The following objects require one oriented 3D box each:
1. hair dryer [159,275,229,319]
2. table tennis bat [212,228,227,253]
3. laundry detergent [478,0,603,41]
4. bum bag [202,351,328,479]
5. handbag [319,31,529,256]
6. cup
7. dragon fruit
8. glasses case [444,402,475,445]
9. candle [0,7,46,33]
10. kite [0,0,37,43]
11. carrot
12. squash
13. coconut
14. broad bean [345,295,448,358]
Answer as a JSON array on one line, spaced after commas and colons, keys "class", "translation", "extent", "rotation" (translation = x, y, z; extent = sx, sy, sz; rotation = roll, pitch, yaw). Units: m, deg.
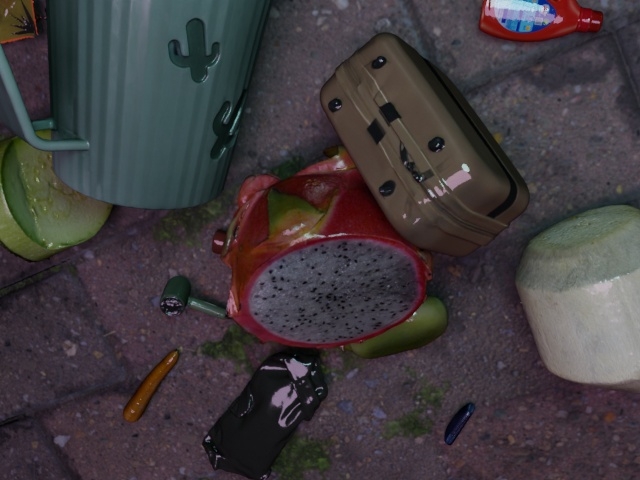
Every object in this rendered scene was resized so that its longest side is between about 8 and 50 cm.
[{"class": "hair dryer", "translation": [-0.207, 0.119, 1.272], "extent": [0.150, 0.071, 0.047], "rotation": [24, 114, -12]}, {"class": "table tennis bat", "translation": [-0.031, 0.039, 1.214], "extent": [0.310, 0.038, 0.200], "rotation": [15, 109, 5]}, {"class": "laundry detergent", "translation": [0.309, -0.323, 1.003], "extent": [0.165, 0.049, 0.097], "rotation": [11, 106, 8]}, {"class": "bum bag", "translation": [-0.093, 0.318, 1.299], "extent": [0.142, 0.079, 0.326], "rotation": [41, 116, 6]}, {"class": "handbag", "translation": [0.160, -0.119, 0.998], "extent": [0.149, 0.283, 0.302], "rotation": [-42, 55, 20]}, {"class": "cup", "translation": [-0.274, -0.274, 1.005], "extent": [0.401, 0.310, 0.392], "rotation": [3, 117, -22]}, {"class": "dragon fruit", "translation": [0.000, 0.000, 1.054], "extent": [0.305, 0.226, 0.305], "rotation": [-6, 139, -5]}, {"class": "glasses case", "translation": [0.235, 0.314, 1.236], "extent": [0.023, 0.033, 0.083], "rotation": [33, 112, 13]}, {"class": "candle", "translation": [-0.510, -0.361, 1.206], "extent": [0.167, 0.021, 0.026], "rotation": [-11, 105, 17]}, {"class": "kite", "translation": [-0.589, -0.439, 1.191], "extent": [0.327, 0.013, 0.377], "rotation": [39, 108, 2]}, {"class": "carrot", "translation": [-0.319, 0.272, 1.359], "extent": [0.037, 0.037, 0.190], "rotation": [36, 111, 0]}, {"class": "squash", "translation": [-0.456, -0.076, 1.182], "extent": [0.133, 0.220, 0.220], "rotation": [-12, 104, 20]}, {"class": "coconut", "translation": [0.412, 0.094, 1.016], "extent": [0.237, 0.237, 0.266], "rotation": [-18, 98, 19]}, {"class": "broad bean", "translation": [0.119, 0.144, 1.164], "extent": [0.174, 0.082, 0.124], "rotation": [-5, 149, -3]}]
